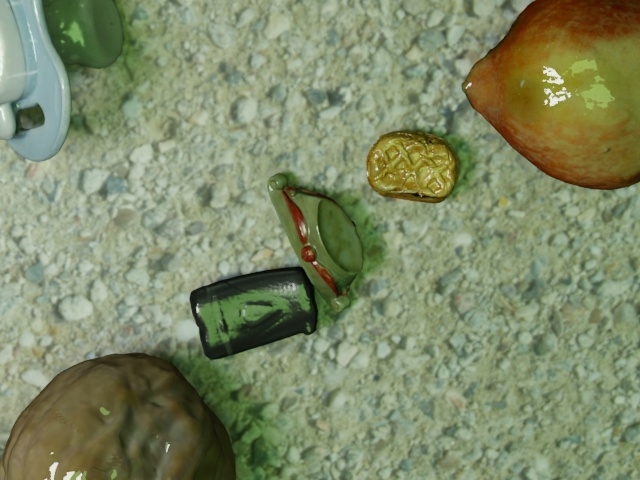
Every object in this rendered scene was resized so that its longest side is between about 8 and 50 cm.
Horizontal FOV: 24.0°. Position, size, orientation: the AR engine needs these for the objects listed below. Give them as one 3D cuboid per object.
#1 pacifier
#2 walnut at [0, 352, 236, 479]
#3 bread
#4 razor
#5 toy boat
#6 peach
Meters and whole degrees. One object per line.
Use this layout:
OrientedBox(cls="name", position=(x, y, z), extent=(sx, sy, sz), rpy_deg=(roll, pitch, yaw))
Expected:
OrientedBox(cls="pacifier", position=(-0.311, -0.231, 1.662), extent=(0.207, 0.227, 0.279), rpy_deg=(-18, 98, -32))
OrientedBox(cls="walnut", position=(-0.234, 0.264, 1.724), extent=(0.227, 0.273, 0.273), rpy_deg=(24, 104, 27))
OrientedBox(cls="bread", position=(0.108, -0.086, 1.762), extent=(0.111, 0.044, 0.083), rpy_deg=(8, 102, -2))
OrientedBox(cls="razor", position=(-0.077, 0.083, 1.787), extent=(0.148, 0.054, 0.090), rpy_deg=(-15, 104, 0))
OrientedBox(cls="toy boat", position=(0.001, 0.001, 1.764), extent=(0.089, 0.071, 0.185), rpy_deg=(-38, 107, -37))
OrientedBox(cls="peach", position=(0.285, -0.170, 1.664), extent=(0.257, 0.232, 0.232), rpy_deg=(-3, 104, 7))
